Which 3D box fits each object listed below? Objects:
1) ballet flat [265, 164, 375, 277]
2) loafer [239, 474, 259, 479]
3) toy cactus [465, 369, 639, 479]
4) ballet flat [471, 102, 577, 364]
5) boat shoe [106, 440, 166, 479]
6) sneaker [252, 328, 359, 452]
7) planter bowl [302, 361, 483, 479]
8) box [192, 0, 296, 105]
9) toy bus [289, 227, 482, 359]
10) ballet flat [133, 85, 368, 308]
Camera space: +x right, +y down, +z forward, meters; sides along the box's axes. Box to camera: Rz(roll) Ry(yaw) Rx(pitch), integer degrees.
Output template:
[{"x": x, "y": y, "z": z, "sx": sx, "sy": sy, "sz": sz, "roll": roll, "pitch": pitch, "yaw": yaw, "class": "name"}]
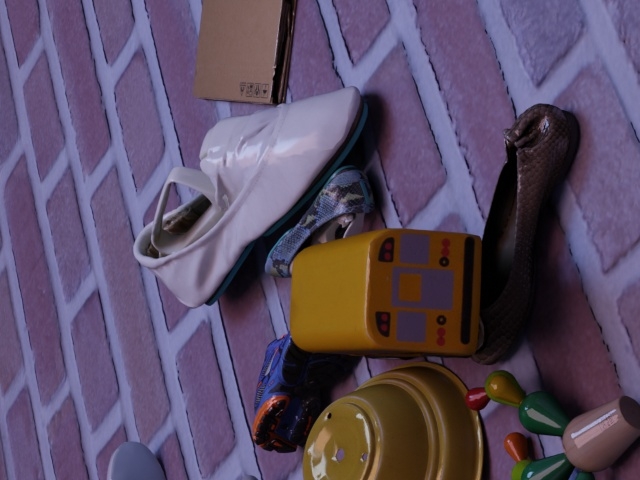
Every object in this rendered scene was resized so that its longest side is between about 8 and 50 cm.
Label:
[{"x": 0.000, "y": 0.000, "z": 1.982, "sx": 0.188, "sy": 0.070, "sz": 0.070, "roll": -55, "pitch": 42, "yaw": 46, "class": "ballet flat"}, {"x": -0.140, "y": 0.375, "z": 2.123, "sx": 0.319, "sy": 0.112, "sz": 0.111, "roll": -44, "pitch": 44, "yaw": 38, "class": "loafer"}, {"x": 0.195, "y": 0.186, "z": 1.598, "sx": 0.180, "sy": 0.112, "sz": 0.219, "roll": -44, "pitch": 40, "yaw": 36, "class": "toy cactus"}, {"x": 0.166, "y": -0.005, "z": 1.700, "sx": 0.084, "sy": 0.058, "sz": 0.250, "roll": 43, "pitch": 122, "yaw": 54, "class": "ballet flat"}, {"x": -0.228, "y": 0.356, "z": 2.295, "sx": 0.070, "sy": 0.077, "sz": 0.219, "roll": -37, "pitch": 57, "yaw": 50, "class": "boat shoe"}, {"x": -0.022, "y": 0.121, "z": 1.984, "sx": 0.221, "sy": 0.083, "sz": 0.087, "roll": -59, "pitch": 31, "yaw": 31, "class": "sneaker"}, {"x": 0.047, "y": 0.211, "z": 1.793, "sx": 0.217, "sy": 0.090, "sz": 0.217, "roll": -25, "pitch": 56, "yaw": 43, "class": "planter bowl"}, {"x": -0.089, "y": -0.243, "z": 2.205, "sx": 0.201, "sy": 0.021, "sz": 0.164, "roll": 12, "pitch": 96, "yaw": 60, "class": "box"}, {"x": 0.058, "y": 0.054, "z": 1.745, "sx": 0.332, "sy": 0.130, "sz": 0.108, "roll": 166, "pitch": 106, "yaw": -75, "class": "toy bus"}, {"x": -0.096, "y": -0.055, "z": 2.056, "sx": 0.400, "sy": 0.139, "sz": 0.139, "roll": -46, "pitch": 48, "yaw": 48, "class": "ballet flat"}]
